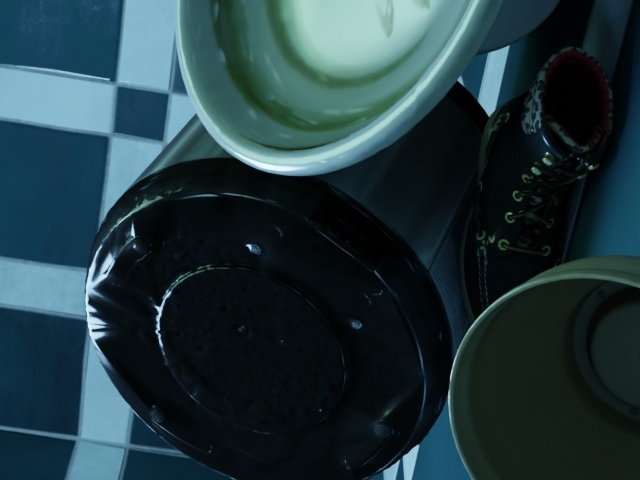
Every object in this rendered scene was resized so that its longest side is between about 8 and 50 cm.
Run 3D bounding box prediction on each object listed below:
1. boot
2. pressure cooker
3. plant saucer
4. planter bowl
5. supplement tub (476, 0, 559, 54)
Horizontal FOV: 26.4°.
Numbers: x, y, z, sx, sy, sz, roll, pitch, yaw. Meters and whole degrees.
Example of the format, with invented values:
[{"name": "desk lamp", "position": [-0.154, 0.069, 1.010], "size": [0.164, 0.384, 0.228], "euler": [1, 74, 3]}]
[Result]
[{"name": "boot", "position": [0.179, -0.032, 1.144], "size": [0.178, 0.085, 0.236], "euler": [121, 157, -73]}, {"name": "pressure cooker", "position": [0.006, 0.001, 1.385], "size": [0.370, 0.375, 0.420], "euler": [-64, -4, 39]}, {"name": "plant saucer", "position": [0.036, -0.241, 1.135], "size": [0.400, 0.100, 0.400], "euler": [-15, 69, 44]}, {"name": "planter bowl", "position": [0.161, 0.076, 0.716], "size": [0.109, 0.162, 0.162], "euler": [-36, -39, -57]}, {"name": "supplement tub", "position": [0.134, -0.310, 1.372], "size": [0.316, 0.228, 0.228], "euler": [-92, 11, -72]}]
